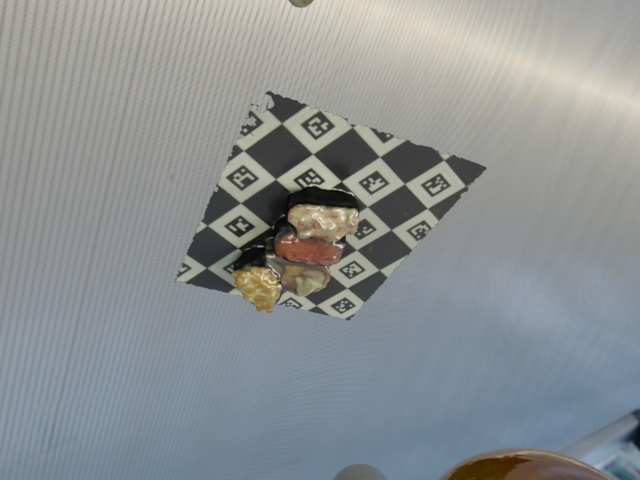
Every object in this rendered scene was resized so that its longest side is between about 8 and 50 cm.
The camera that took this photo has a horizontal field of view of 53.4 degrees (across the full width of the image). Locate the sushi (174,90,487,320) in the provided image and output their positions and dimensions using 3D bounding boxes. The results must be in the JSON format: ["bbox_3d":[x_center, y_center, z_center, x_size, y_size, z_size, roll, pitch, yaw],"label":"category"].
[{"bbox_3d":[0.000,0.000,0.699,0.264,0.050,0.290,16,131,-24],"label":"sushi"}]

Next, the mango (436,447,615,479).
[{"bbox_3d":[0.106,0.224,0.410,0.113,0.138,0.253,3,134,-37],"label":"mango"}]

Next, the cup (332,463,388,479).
[{"bbox_3d":[0.059,0.297,0.698,0.077,0.100,0.078,110,3,-79],"label":"cup"}]

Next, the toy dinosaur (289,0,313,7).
[{"bbox_3d":[0.001,-0.229,0.328,0.162,0.077,0.294,-46,-179,-30],"label":"toy dinosaur"}]
